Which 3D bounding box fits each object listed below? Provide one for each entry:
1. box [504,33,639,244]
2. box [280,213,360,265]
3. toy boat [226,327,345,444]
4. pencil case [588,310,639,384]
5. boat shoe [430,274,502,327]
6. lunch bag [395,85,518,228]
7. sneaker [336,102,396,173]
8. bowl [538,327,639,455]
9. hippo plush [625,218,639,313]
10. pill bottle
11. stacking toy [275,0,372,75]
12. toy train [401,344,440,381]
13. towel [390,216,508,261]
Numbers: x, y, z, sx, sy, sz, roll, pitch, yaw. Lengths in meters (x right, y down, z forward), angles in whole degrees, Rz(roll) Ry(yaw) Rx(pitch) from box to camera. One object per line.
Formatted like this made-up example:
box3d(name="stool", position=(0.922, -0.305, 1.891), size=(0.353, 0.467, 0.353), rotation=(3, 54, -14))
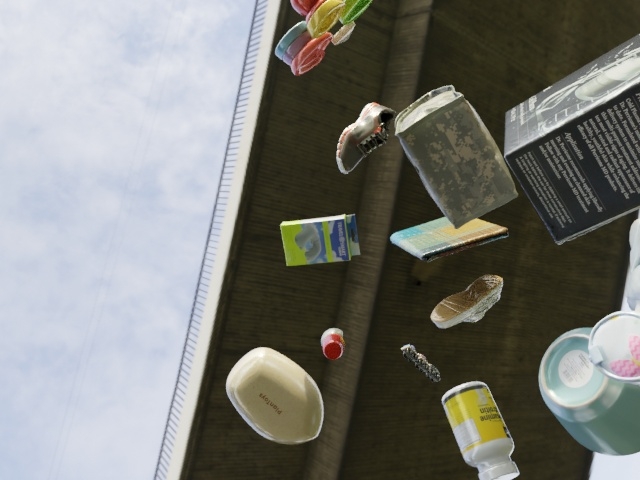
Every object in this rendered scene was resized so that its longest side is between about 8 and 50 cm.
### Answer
box3d(name="box", position=(0.774, -0.296, 1.457), size=(0.297, 0.472, 0.480), rotation=(55, -151, -12))
box3d(name="box", position=(0.000, 0.000, 1.320), size=(0.178, 0.042, 0.109), rotation=(-6, -75, 10))
box3d(name="toy boat", position=(-0.057, 0.346, 1.360), size=(0.318, 0.148, 0.267), rotation=(-43, -91, 2))
box3d(name="pencil case", position=(0.555, 0.196, 0.921), size=(0.273, 0.124, 0.113), rotation=(22, -117, -42))
box3d(name="boat shoe", position=(0.447, 0.203, 1.627), size=(0.277, 0.098, 0.096), rotation=(-26, -64, -25))
box3d(name="lunch bag", position=(0.277, -0.192, 1.166), size=(0.169, 0.287, 0.235), rotation=(-29, -76, 18))
box3d(name="sneaker", position=(0.085, -0.186, 0.979), size=(0.158, 0.065, 0.061), rotation=(-60, -39, -17))
box3d(name="bowl", position=(0.648, 0.333, 1.293), size=(0.163, 0.311, 0.311), rotation=(25, -99, -25))
box3d(name="hippo plush", position=(0.718, 0.071, 1.009), size=(0.234, 0.237, 0.294), rotation=(49, -125, -74))
box3d(name="pill bottle", position=(0.323, 0.387, 1.096), size=(0.103, 0.103, 0.184), rotation=(13, -136, -34))
box3d(name="stacking toy", position=(0.000, -0.639, 1.552), size=(0.130, 0.309, 0.279), rotation=(47, -118, 0))
box3d(name="toy train", position=(0.246, 0.296, 1.330), size=(0.158, 0.027, 0.036), rotation=(44, -142, -32))
box3d(name="towel", position=(0.384, -0.013, 1.701), size=(0.271, 0.370, 0.040), rotation=(-18, -79, -4))
